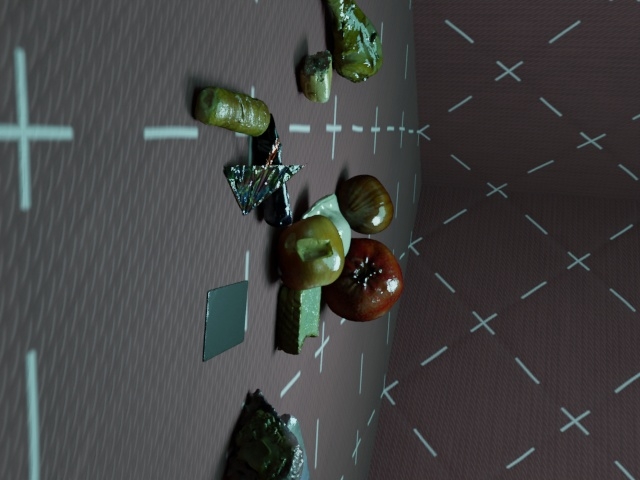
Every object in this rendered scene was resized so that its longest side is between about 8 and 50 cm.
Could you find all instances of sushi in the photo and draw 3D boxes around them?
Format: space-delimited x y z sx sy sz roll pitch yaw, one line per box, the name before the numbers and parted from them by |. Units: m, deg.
sushi | -0.111 0.463 1.498 0.107 0.161 0.241 75 26 -50

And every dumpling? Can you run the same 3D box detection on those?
dumpling | 0.000 0.000 1.836 0.179 0.131 0.252 -18 113 -57

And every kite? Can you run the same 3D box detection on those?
kite | -0.120 -0.131 1.397 0.232 0.009 0.189 -6 129 -50

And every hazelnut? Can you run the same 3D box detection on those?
hazelnut | 0.141 -0.113 2.251 0.186 0.210 0.210 139 -40 -77

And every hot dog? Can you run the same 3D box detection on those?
hot dog | -0.158 -0.242 1.273 0.286 0.061 0.088 -28 134 -71

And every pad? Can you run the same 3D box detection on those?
pad | -0.194 0.162 1.387 0.211 0.003 0.143 -7 102 -75

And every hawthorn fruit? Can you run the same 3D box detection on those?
hawthorn fruit | 0.122 0.135 2.112 0.307 0.265 0.265 114 -13 -71

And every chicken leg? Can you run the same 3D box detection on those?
chicken leg | 0.078 -0.620 1.910 0.429 0.152 0.201 63 23 -52

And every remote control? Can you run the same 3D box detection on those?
remote control | -0.111 -0.150 1.483 0.090 0.066 0.266 -130 -151 -57

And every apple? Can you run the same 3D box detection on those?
apple | -0.025 0.028 1.666 0.199 0.199 0.199 5 90 -75

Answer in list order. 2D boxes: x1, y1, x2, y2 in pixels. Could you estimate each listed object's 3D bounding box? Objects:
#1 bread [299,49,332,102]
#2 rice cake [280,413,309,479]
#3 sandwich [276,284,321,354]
bread | -0.011 -0.421 1.724 0.125 0.082 0.106 -83 179 -49
rice cake | -0.078 0.625 1.873 0.070 0.064 0.399 -56 149 -43
sandwich | -0.055 0.195 1.802 0.214 0.065 0.186 -11 105 -75
